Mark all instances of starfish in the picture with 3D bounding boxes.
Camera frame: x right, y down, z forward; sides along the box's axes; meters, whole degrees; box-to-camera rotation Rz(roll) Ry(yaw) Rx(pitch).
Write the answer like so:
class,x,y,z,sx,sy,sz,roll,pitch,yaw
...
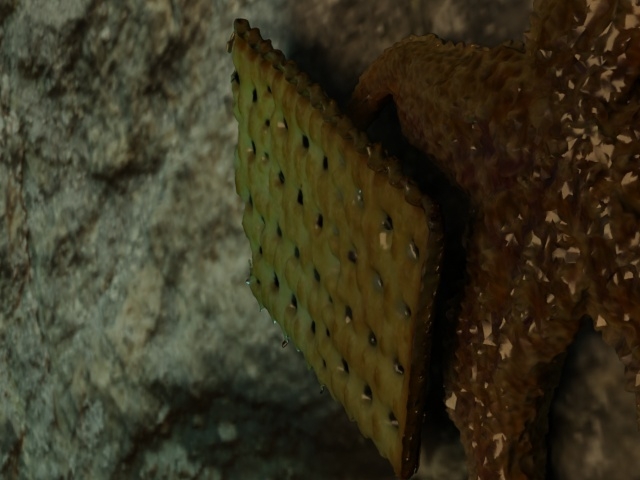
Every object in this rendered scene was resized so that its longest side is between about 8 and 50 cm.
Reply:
class,x,y,z,sx,sy,sz,roll,pitch,yaw
starfish,0.112,-0.019,0.438,0.302,0.060,0.299,-55,50,34

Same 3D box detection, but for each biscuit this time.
class,x,y,z,sx,sy,sz,roll,pitch,yaw
biscuit,-0.001,0.000,0.564,0.203,0.016,0.144,-133,39,-52
